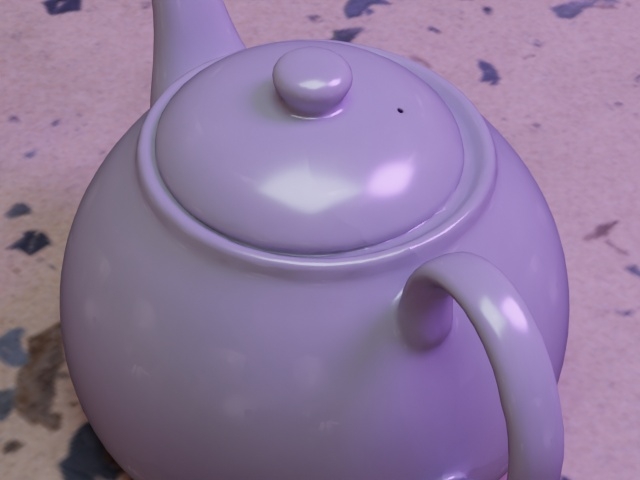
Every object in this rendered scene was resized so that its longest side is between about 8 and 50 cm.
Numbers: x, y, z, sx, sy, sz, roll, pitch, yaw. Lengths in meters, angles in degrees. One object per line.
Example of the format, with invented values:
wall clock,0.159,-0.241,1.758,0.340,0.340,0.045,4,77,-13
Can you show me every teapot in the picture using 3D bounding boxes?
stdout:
teapot,0.000,0.000,0.749,0.256,0.187,0.252,13,45,11
